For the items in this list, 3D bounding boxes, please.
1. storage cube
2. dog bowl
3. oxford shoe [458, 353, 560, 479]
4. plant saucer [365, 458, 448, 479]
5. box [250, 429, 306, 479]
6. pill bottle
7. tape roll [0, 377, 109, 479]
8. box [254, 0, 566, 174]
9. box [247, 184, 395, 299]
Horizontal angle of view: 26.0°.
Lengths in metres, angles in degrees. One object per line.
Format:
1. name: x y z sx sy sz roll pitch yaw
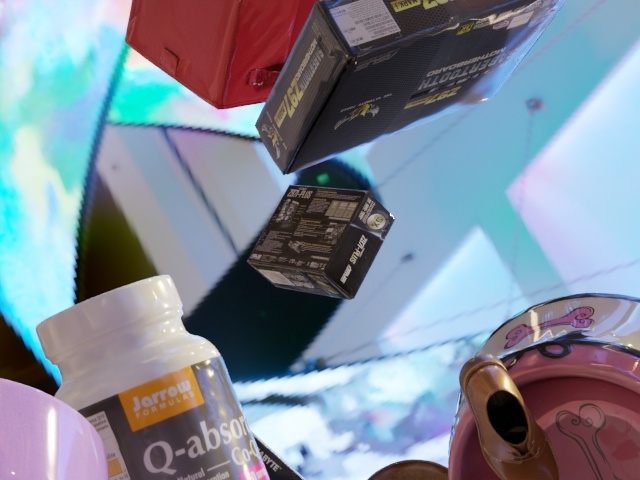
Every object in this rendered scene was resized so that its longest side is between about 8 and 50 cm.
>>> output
1. storage cube: -0.088 -0.284 1.582 0.215 0.184 0.193 39 -54 35
2. dog bowl: 0.337 0.278 1.681 0.408 0.150 0.408 9 -69 23
3. oxford shoe: 0.220 0.229 1.569 0.212 0.076 0.076 58 1 -29
4. plant saucer: 0.145 0.433 2.127 0.198 0.199 0.036 48 -16 30
5. box: -0.106 0.410 2.127 0.220 0.175 0.051 46 -7 -23
6. pill bottle: -0.145 0.182 1.244 0.162 0.162 0.278 -29 -98 61
7. tape roll: -0.290 0.207 1.006 0.275 0.275 0.090 105 -21 -48
8. box: 0.076 -0.150 1.125 0.059 0.233 0.183 61 -28 15
9. box: 0.000 0.000 2.091 0.180 0.147 0.077 6 -28 47
